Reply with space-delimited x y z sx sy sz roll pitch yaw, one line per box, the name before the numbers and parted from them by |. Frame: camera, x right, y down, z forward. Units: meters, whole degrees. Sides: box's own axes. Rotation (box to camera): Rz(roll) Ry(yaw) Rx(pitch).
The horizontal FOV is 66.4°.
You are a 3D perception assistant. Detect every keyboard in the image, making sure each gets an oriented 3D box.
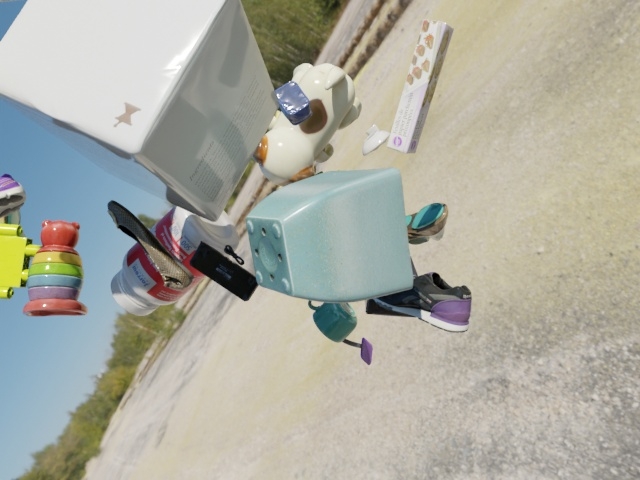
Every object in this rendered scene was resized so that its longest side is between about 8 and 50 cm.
keyboard | -0.232 0.066 1.226 0.108 0.180 0.023 -55 3 24

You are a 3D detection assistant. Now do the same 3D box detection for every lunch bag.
lunch bag | -0.069 -0.341 1.220 0.067 0.098 0.065 -31 -19 -4

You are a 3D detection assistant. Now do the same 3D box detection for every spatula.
spatula | 0.093 0.344 1.669 0.030 0.296 0.084 -23 45 39

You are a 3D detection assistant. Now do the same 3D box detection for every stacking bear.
stacking bear | -0.807 0.079 1.503 0.164 0.176 0.288 140 129 -66

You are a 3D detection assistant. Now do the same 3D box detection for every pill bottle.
pill bottle | -0.474 0.059 1.563 0.408 0.229 0.229 -39 21 19

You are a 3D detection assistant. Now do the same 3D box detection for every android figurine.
android figurine | -1.057 0.066 1.611 0.056 0.273 0.248 134 142 -82

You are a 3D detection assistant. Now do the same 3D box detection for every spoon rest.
spoon rest | 0.232 -0.414 2.030 0.137 0.084 0.276 -38 15 20

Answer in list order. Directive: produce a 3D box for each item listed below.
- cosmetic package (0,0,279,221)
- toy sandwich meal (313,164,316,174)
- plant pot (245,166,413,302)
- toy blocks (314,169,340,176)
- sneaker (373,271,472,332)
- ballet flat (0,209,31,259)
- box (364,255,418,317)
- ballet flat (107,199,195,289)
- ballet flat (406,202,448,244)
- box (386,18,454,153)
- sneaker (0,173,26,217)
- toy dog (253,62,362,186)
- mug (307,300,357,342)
cosmetic package | -0.322 -0.284 0.961 0.327 0.330 0.393 -63 -11 -9
toy sandwich meal | -0.058 -0.285 1.962 0.085 0.086 0.029 -63 27 -4
plant pot | 0.000 0.000 0.979 0.247 0.252 0.247 8 110 54
toy blocks | 0.096 -0.102 1.779 0.191 0.381 0.261 -28 0 2
sneaker | 0.260 0.131 1.261 0.283 0.107 0.124 15 105 39
ballet flat | -1.146 -0.039 1.779 0.348 0.123 0.123 108 178 -46
box | 0.211 0.131 1.486 0.207 0.153 0.108 -86 1 -66
ballet flat | -0.364 0.013 1.018 0.058 0.250 0.084 -45 -5 -15
ballet flat | 0.350 -0.041 1.705 0.342 0.124 0.116 -22 35 57
box | 0.253 -0.385 1.248 0.067 0.063 0.323 -13 -56 -55
sneaker | -0.558 -0.059 0.761 0.170 0.071 0.068 -26 -20 -40
toy dog | -0.045 -0.361 1.647 0.407 0.285 0.395 -58 19 -7
mug | 0.045 0.239 1.555 0.097 0.158 0.129 -46 30 17
